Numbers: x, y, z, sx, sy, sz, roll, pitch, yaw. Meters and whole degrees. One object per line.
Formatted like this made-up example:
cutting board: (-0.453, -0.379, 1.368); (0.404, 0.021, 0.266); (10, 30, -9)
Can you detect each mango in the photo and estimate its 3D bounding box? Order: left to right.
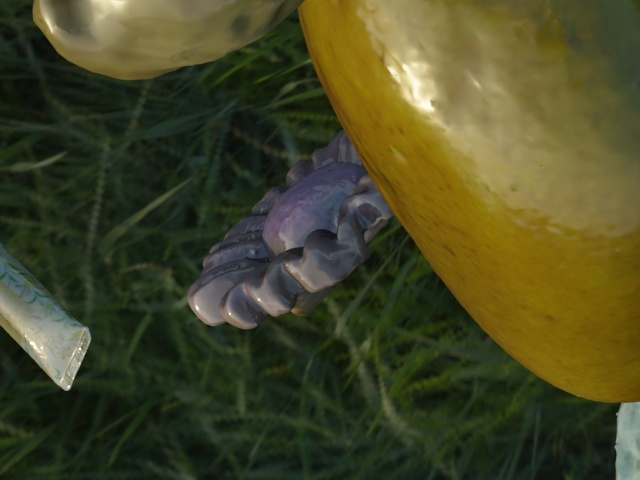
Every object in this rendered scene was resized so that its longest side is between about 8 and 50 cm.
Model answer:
mango: (0.079, -0.042, 0.575); (0.130, 0.262, 0.167); (-34, 51, -7)

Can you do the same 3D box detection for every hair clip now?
hair clip: (-0.006, -0.005, 0.953); (0.069, 0.300, 0.173); (43, 78, 1)

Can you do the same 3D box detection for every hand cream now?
hand cream: (-0.241, 0.027, 1.213); (0.194, 0.042, 0.067); (43, 127, 19)

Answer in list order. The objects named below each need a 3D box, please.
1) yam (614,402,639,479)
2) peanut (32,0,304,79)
yam: (0.320, 0.129, 0.767); (0.348, 0.241, 0.241); (13, 104, -31)
peanut: (-0.029, -0.134, 0.362); (0.099, 0.099, 0.214); (9, 116, 6)
